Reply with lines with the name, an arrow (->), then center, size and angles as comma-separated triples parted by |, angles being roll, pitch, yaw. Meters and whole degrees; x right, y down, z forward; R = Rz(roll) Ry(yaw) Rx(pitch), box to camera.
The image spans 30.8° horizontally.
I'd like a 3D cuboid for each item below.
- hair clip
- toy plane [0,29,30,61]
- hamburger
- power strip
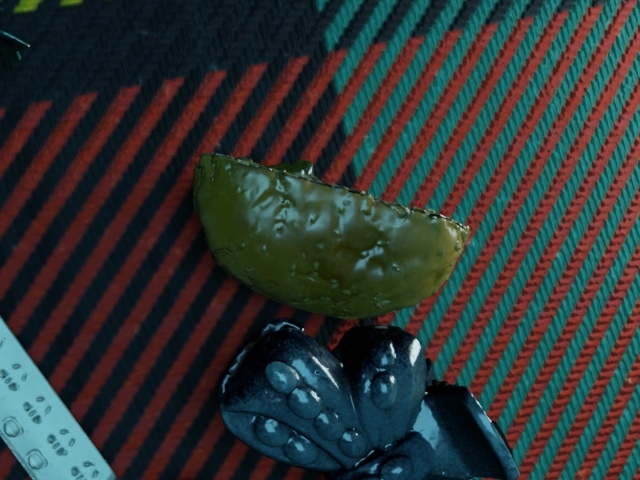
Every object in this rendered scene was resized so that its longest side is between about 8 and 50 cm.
hair clip -> 0.051, 0.200, 1.040 | 0.206, 0.194, 0.310 | -26, 96, -5
toy plane -> -0.418, -0.236, 0.939 | 0.381, 0.155, 0.106 | 29, 77, -30
hamburger -> 0.000, 0.000, 1.056 | 0.262, 0.124, 0.131 | 18, 82, -14
power strip -> -0.267, 0.137, 1.017 | 0.060, 0.027, 0.253 | -36, 97, -16
